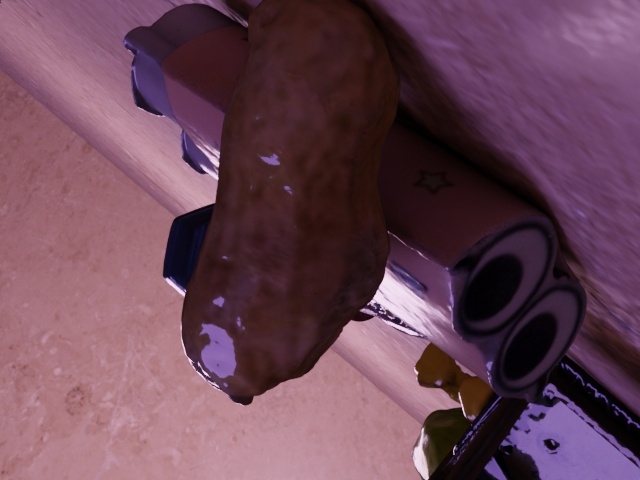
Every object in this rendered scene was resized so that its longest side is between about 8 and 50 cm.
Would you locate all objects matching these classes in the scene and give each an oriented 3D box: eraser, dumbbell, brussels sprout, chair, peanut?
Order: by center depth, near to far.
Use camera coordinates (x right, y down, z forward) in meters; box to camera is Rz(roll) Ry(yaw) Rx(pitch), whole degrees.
[{"bbox_3d":[-0.013,-0.019,0.707,0.100,0.214,0.099,7,-164,-2],"label":"peanut"},{"bbox_3d":[0.017,-0.030,0.855,0.290,0.087,0.171,37,168,37],"label":"eraser"},{"bbox_3d":[0.164,0.165,0.914,0.188,0.272,0.166,40,138,6],"label":"chair"},{"bbox_3d":[0.188,0.271,1.709,0.162,0.143,0.180,21,-164,4],"label":"brussels sprout"},{"bbox_3d":[-0.109,0.027,1.790,0.325,0.160,0.144,-164,54,-77],"label":"dumbbell"}]

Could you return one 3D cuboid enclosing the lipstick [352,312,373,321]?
[{"bbox_3d":[0.000,0.000,1.335,0.057,0.057,0.356,39,174,23],"label":"lipstick"}]

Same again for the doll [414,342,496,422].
[{"bbox_3d":[0.230,0.201,1.165,0.365,0.094,0.160,45,176,-26],"label":"doll"}]

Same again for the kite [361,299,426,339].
[{"bbox_3d":[0.090,0.082,1.300,0.360,0.022,0.204,31,168,3],"label":"kite"}]
